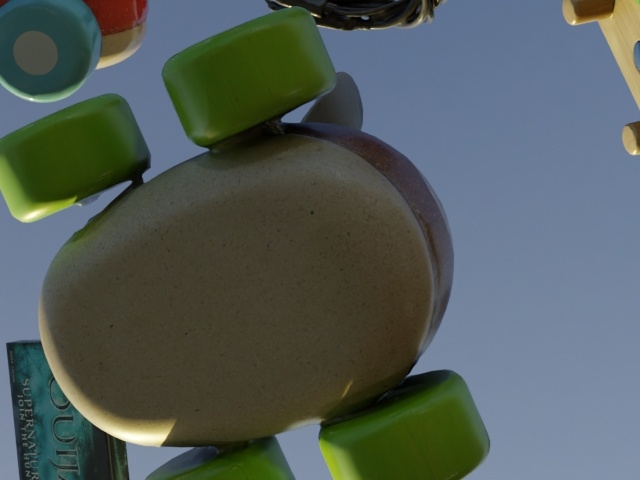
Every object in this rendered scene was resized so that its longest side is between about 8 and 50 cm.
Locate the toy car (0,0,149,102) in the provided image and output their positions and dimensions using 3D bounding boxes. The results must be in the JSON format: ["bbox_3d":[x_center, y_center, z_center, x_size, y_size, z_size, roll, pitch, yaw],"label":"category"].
[{"bbox_3d":[-0.228,-0.238,1.013,0.210,0.219,0.237,1,-68,4],"label":"toy car"}]

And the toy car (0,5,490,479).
[{"bbox_3d":[0.000,0.000,0.540,0.149,0.155,0.188,-20,6,29],"label":"toy car"}]

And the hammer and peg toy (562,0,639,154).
[{"bbox_3d":[0.398,-0.192,1.592,0.127,0.361,0.266,-13,-23,-15],"label":"hammer and peg toy"}]

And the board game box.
[{"bbox_3d":[-0.233,0.183,1.364,0.026,0.126,0.186,-7,-89,-54],"label":"board game box"}]

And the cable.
[{"bbox_3d":[0.024,-0.232,1.184,0.150,0.185,0.047,84,-153,-46],"label":"cable"}]
